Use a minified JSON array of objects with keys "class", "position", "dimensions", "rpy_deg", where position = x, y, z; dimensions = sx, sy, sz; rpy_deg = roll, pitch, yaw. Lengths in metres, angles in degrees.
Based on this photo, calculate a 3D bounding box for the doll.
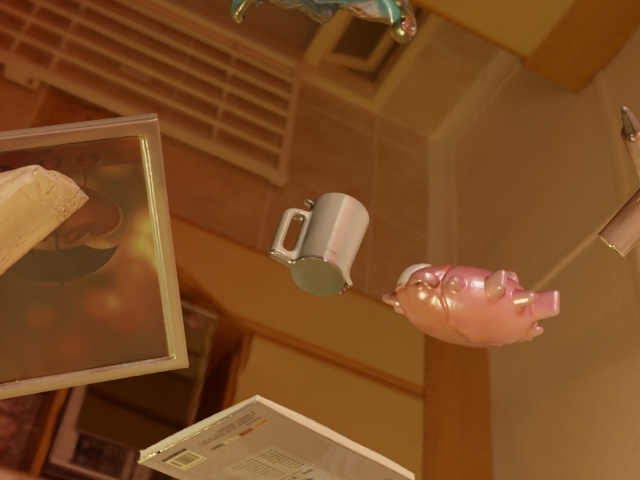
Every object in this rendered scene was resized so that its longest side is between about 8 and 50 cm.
[{"class":"doll","position":[0.188,0.084,1.115],"dimensions":[0.211,0.262,0.093],"rpy_deg":[-10,-115,45]}]

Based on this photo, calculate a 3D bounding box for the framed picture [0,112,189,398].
[{"class":"framed picture","position":[-0.243,0.025,0.849],"dimensions":[0.020,0.211,0.289],"rpy_deg":[-113,-161,-53]}]

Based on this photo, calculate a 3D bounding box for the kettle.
[{"class":"kettle","position":[0.005,-0.001,1.412],"dimensions":[0.098,0.127,0.148],"rpy_deg":[-17,-145,34]}]

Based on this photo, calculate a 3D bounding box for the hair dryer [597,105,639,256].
[{"class":"hair dryer","position":[0.440,-0.092,1.259],"dimensions":[0.195,0.220,0.053],"rpy_deg":[-51,-133,9]}]

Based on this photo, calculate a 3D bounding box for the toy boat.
[{"class":"toy boat","position":[0.010,-0.205,0.766],"dimensions":[0.075,0.185,0.077],"rpy_deg":[-14,-92,48]}]

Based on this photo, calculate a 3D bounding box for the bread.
[{"class":"bread","position":[-0.278,-0.031,0.719],"dimensions":[0.152,0.105,0.077],"rpy_deg":[-40,159,3]}]

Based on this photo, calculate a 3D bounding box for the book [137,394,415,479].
[{"class":"book","position":[-0.030,0.174,0.689],"dimensions":[0.127,0.181,0.014],"rpy_deg":[-32,-138,30]}]
